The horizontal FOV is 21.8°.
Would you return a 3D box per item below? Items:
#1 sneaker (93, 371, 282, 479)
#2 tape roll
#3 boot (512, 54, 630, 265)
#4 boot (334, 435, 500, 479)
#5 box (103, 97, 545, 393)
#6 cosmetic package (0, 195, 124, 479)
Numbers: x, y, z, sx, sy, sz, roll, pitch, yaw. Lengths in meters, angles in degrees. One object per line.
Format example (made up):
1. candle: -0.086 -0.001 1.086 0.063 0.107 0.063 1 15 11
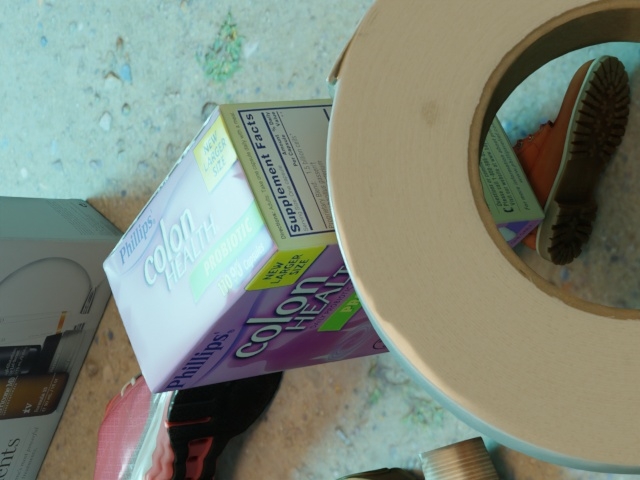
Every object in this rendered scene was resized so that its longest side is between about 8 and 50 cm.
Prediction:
1. sneaker: -0.141 0.151 1.467 0.136 0.116 0.314 38 113 38
2. tape roll: 0.195 -0.047 1.053 0.392 0.072 0.392 -1 77 6
3. boot: 0.172 -0.070 1.233 0.084 0.059 0.158 33 111 43
4. boot: 0.071 0.250 1.301 0.197 0.073 0.152 -25 76 42
5. box: 0.000 0.000 1.230 0.213 0.243 0.117 -47 57 46
6. cosmetic package: -0.370 0.138 1.561 0.097 0.284 0.377 38 113 37
